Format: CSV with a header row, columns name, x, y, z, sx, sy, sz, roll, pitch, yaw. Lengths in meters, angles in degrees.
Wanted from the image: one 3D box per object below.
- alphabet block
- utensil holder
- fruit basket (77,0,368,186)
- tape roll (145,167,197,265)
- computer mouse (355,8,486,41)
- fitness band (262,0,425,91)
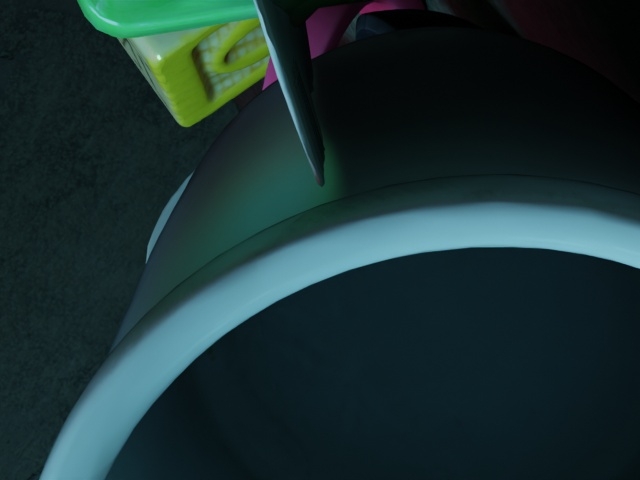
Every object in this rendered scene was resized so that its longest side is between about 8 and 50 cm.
name,x,y,z,sx,sy,sz,roll,pitch,yaw
alphabet block,-0.089,-0.229,1.273,0.197,0.192,0.193,55,178,10
utensil holder,0.063,0.087,0.767,0.327,0.327,0.385,55,-169,-13
fruit basket,-0.044,-0.208,0.695,0.353,0.165,0.327,-113,13,-76
tape roll,0.000,0.000,1.456,0.100,0.286,0.286,57,175,-35
computer mouse,0.135,-0.051,1.112,0.262,0.060,0.184,40,166,22
fitness band,0.014,-0.078,1.224,0.054,0.209,0.291,20,164,19
